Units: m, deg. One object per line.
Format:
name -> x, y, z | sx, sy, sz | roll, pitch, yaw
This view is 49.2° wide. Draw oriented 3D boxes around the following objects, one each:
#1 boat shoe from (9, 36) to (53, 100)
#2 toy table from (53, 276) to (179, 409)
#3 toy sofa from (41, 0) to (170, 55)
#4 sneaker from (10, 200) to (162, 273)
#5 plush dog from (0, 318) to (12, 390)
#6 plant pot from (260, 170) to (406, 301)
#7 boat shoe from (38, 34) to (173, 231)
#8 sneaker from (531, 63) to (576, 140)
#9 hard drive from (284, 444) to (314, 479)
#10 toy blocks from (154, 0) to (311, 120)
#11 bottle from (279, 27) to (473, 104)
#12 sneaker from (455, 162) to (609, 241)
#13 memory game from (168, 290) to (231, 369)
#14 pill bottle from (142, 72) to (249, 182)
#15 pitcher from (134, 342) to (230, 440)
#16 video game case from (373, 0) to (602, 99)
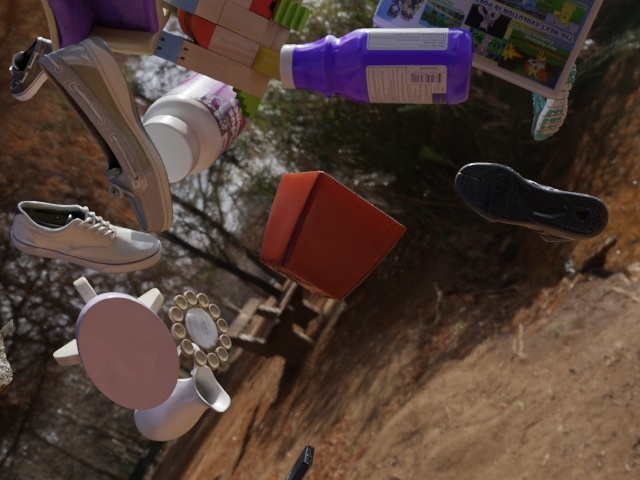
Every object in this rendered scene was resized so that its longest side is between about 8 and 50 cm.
boat shoe -> -0.861, -0.507, 2.056 | 0.301, 0.102, 0.108 | -17, 64, 43
toy table -> -0.417, 0.206, 1.446 | 0.252, 0.275, 0.160 | -24, 28, -24
toy sofa -> -0.352, -0.458, 1.086 | 0.363, 0.150, 0.177 | 91, -173, -50
sneaker -> -0.405, -0.009, 1.215 | 0.091, 0.257, 0.094 | 111, 162, -44
plush dog -> -0.822, 0.228, 1.514 | 0.225, 0.262, 0.211 | 9, -96, -57
plant pot -> 0.000, 0.000, 1.739 | 0.236, 0.267, 0.267 | -61, 22, -8
boat shoe -> -0.325, -0.150, 1.094 | 0.103, 0.321, 0.118 | -29, 29, -23
sneaker -> 0.444, -0.280, 1.371 | 0.076, 0.064, 0.167 | 48, 134, 51
hard drive -> -0.058, 0.519, 1.521 | 0.135, 0.022, 0.094 | -59, 1, 7
toy blocks -> -0.181, -0.456, 1.319 | 0.191, 0.260, 0.382 | 43, 112, 53
bottle -> 0.083, -0.260, 1.047 | 0.118, 0.282, 0.092 | 67, -153, -66
sneaker -> 0.319, -0.052, 1.085 | 0.130, 0.227, 0.087 | 37, -109, -76
memory game -> -0.263, 0.196, 1.536 | 0.012, 0.186, 0.186 | -29, 15, 26
pill bottle -> -0.266, -0.237, 1.453 | 0.169, 0.169, 0.302 | -59, 3, 33
pitcher -> -0.324, 0.342, 1.568 | 0.207, 0.178, 0.125 | -32, -19, 23
video game case -> 0.292, -0.430, 1.128 | 0.036, 0.328, 0.300 | -53, -13, -82
